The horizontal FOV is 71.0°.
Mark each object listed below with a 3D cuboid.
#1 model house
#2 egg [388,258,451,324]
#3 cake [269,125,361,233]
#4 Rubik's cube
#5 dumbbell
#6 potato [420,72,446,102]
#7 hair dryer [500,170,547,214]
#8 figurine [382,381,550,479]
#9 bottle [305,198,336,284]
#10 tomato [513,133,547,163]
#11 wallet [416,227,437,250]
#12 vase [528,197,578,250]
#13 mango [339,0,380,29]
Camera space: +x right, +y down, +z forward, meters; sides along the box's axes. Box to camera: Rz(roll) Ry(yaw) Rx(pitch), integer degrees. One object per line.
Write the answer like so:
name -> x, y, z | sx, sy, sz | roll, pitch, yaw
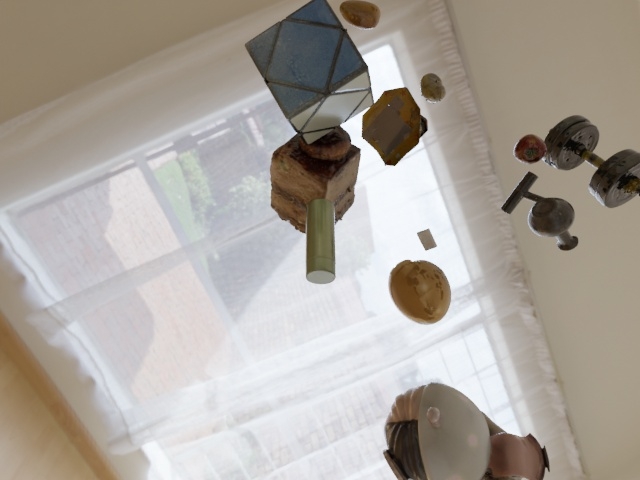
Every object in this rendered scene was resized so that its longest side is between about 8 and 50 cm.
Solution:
model house -> 0.264, -0.372, 1.452 | 0.135, 0.219, 0.207 | -17, 66, -50
egg -> 0.333, 0.173, 1.497 | 0.244, 0.201, 0.201 | -105, 174, -48
cake -> -0.010, -0.179, 1.227 | 0.196, 0.199, 0.293 | 34, -34, 18
Rubik's cube -> -0.015, -0.376, 1.027 | 0.205, 0.205, 0.207 | 61, 8, 11
dumbbell -> 0.868, -0.254, 1.420 | 0.388, 0.185, 0.185 | 61, -4, 42
potato -> 0.402, -0.545, 1.613 | 0.138, 0.091, 0.070 | -86, -164, -45
hair dryer -> 0.799, -0.134, 1.663 | 0.195, 0.173, 0.050 | 42, 22, 24
figurine -> 0.316, 0.458, 1.035 | 0.361, 0.211, 0.253 | 27, 33, -19
bottle -> 0.000, 0.000, 1.062 | 0.072, 0.072, 0.202 | 68, 18, -55
tomato -> 0.605, -0.265, 1.300 | 0.075, 0.087, 0.087 | -70, 142, -55
wallet -> 0.333, -0.003, 1.405 | 0.083, 0.044, 0.011 | 55, 21, -35
vase -> 0.673, -0.040, 1.277 | 0.183, 0.120, 0.120 | 40, 12, -29
mango -> 0.104, -0.604, 1.194 | 0.060, 0.114, 0.080 | 108, -27, -49
